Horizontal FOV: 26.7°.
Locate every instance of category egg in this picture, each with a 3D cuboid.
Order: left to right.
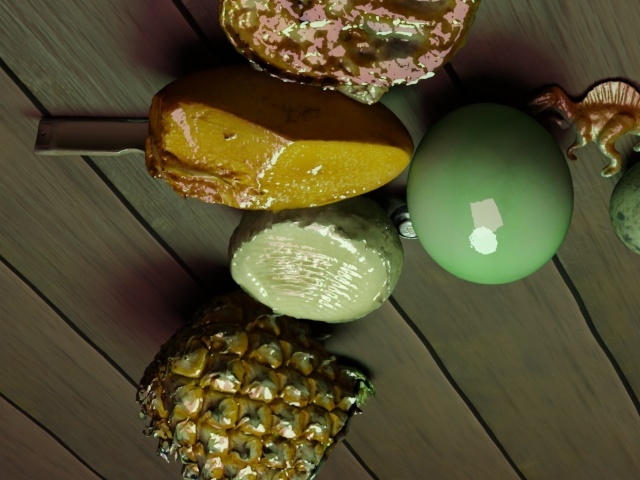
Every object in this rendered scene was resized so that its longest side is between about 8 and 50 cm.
[{"bbox_3d":[0.222,-0.062,1.786,0.220,0.220,0.270,-7,143,18],"label":"egg"},{"bbox_3d":[0.479,-0.054,1.837,0.181,0.141,0.141,-34,129,31],"label":"egg"}]

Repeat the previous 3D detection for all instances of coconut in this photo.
[{"bbox_3d":[0.035,0.256,2.401,0.133,0.055,0.158,-4,145,12],"label":"coconut"}]

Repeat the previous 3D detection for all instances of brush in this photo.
[{"bbox_3d":[-0.240,-0.138,1.898,0.321,0.060,0.050,2,155,6],"label":"brush"}]

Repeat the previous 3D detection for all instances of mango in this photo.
[{"bbox_3d":[-0.052,-0.135,1.741,0.350,0.199,0.201,-1,169,-7],"label":"mango"}]

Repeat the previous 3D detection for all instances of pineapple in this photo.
[{"bbox_3d":[-0.131,0.257,2.182,0.300,0.352,0.352,40,137,-8],"label":"pineapple"}]

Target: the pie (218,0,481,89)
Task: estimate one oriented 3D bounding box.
[{"bbox_3d":[0.037,-0.299,1.522,0.315,0.092,0.315,2,122,4],"label":"pie"}]

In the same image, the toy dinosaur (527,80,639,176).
[{"bbox_3d":[0.393,-0.166,1.781,0.212,0.057,0.142,-18,119,13],"label":"toy dinosaur"}]

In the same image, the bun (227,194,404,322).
[{"bbox_3d":[0.000,0.000,1.970,0.259,0.152,0.259,6,139,5],"label":"bun"}]

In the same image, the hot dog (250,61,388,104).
[{"bbox_3d":[0.003,-0.255,1.666,0.213,0.103,0.146,20,119,-21],"label":"hot dog"}]

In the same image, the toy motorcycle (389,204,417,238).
[{"bbox_3d":[0.222,-0.022,1.976,0.228,0.074,0.151,21,134,-18],"label":"toy motorcycle"}]
